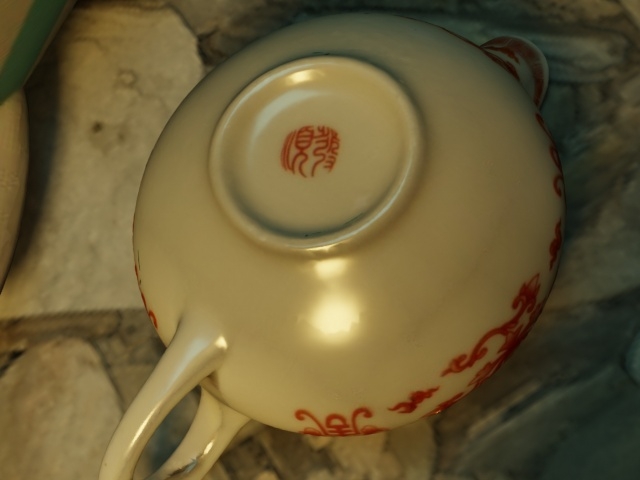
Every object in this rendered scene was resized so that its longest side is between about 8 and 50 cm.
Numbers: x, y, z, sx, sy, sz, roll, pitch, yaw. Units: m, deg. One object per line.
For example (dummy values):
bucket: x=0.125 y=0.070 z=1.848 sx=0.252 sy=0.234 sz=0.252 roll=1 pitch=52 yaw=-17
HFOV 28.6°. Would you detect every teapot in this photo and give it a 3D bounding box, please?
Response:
teapot: x=0.000 y=0.000 z=0.462 sx=0.159 sy=0.116 sz=0.245 roll=43 pitch=86 yaw=14

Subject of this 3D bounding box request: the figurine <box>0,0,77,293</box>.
figurine: x=-0.261 y=-0.132 z=0.487 sx=0.361 sy=0.266 sz=0.377 roll=-10 pitch=64 yaw=13
